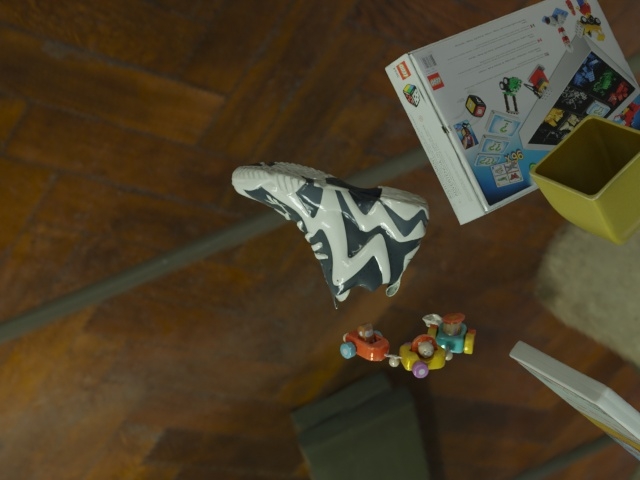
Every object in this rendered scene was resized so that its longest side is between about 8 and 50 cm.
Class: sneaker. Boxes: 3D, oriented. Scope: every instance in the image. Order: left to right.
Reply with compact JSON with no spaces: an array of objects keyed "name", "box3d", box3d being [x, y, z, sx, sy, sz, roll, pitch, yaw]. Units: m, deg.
[{"name":"sneaker","box3d":[0.000,0.000,1.544,0.235,0.094,0.153,12,103,-2]}]

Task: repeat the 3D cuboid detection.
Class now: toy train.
[{"name":"toy train","box3d":[0.112,0.112,1.589,0.166,0.125,0.046,-17,121,-37]}]

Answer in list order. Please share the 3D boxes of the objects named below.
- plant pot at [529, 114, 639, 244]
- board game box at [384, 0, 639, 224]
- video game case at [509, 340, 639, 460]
[{"name":"plant pot","box3d":[0.246,-0.044,1.132,0.081,0.081,0.083,-42,128,-14]},{"name":"board game box","box3d":[0.235,-0.161,1.487,0.305,0.193,0.053,-25,179,-34]},{"name":"video game case","box3d":[0.362,0.224,1.497,0.285,0.204,0.025,39,86,-22]}]
